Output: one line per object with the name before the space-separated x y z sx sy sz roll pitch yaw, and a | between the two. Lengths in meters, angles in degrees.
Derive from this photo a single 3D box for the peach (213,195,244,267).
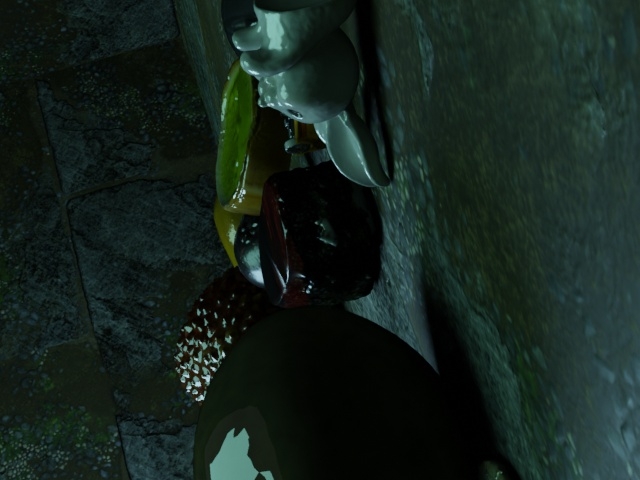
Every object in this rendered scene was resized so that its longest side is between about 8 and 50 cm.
peach | -0.104 -0.002 1.980 0.251 0.153 0.251 170 90 -87

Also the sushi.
sushi | 0.000 0.000 1.307 0.225 0.126 0.136 100 155 -61

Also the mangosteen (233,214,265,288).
mangosteen | -0.052 0.006 1.659 0.152 0.152 0.153 164 90 -83

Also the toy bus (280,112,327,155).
toy bus | -0.011 -0.153 1.214 0.162 0.074 0.070 90 170 -73

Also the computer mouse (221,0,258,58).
computer mouse | -0.077 -0.278 1.405 0.270 0.086 0.138 -133 27 -72

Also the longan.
longan | 0.016 0.230 1.079 0.288 0.288 0.350 -126 12 -70

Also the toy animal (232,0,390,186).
toy animal | -0.008 -0.136 1.049 0.104 0.130 0.221 43 154 48

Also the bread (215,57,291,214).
bread | -0.095 -0.149 1.568 0.236 0.069 0.236 -173 90 -73

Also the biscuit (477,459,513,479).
biscuit | 0.169 0.260 0.966 0.152 0.020 0.152 165 90 -82

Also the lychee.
lychee | -0.092 0.172 1.794 0.275 0.304 0.276 43 -148 -35
